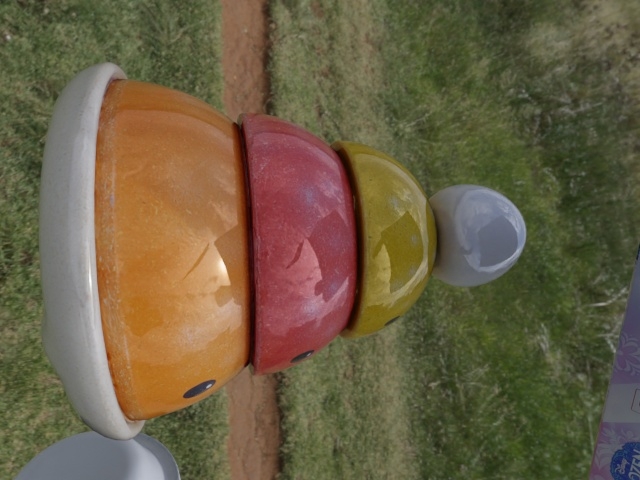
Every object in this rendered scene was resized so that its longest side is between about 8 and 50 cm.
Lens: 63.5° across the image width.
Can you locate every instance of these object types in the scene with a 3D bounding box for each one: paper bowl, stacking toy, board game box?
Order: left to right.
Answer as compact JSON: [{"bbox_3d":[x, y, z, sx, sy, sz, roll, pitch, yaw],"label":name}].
[{"bbox_3d":[-0.355,0.409,0.782,0.284,0.284,0.148,-40,137,-49],"label":"paper bowl"},{"bbox_3d":[0.000,0.000,0.542,0.479,0.350,0.351,-3,79,-10],"label":"stacking toy"},{"bbox_3d":[0.351,0.035,0.459,0.318,0.065,0.318,-32,128,-34],"label":"board game box"}]
